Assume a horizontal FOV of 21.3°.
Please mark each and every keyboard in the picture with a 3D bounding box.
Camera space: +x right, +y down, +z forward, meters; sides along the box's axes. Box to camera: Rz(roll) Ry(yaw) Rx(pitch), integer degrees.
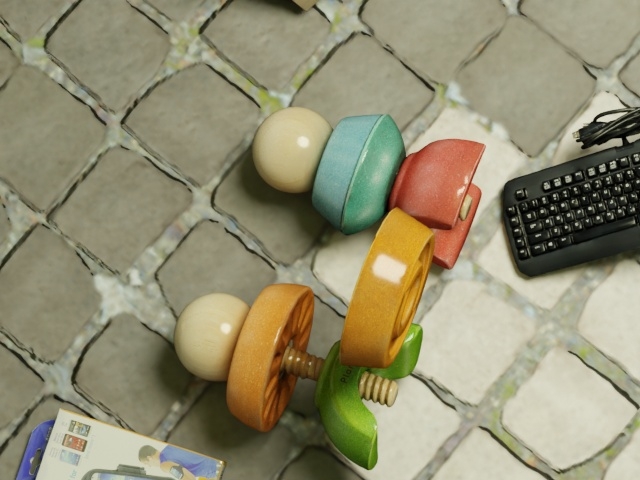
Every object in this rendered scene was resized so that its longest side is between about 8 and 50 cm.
[{"bbox_3d":[0.209,-0.046,1.148,0.192,0.038,0.100,-18,76,21],"label":"keyboard"}]

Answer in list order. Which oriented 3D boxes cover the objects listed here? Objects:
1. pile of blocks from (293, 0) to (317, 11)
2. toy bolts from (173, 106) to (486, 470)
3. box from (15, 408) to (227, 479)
[{"bbox_3d":[0.023,-0.340,1.153,0.149,0.362,0.112,7,35,-30],"label":"pile of blocks"},{"bbox_3d":[0.000,0.000,1.111,0.158,0.218,0.228,19,63,11],"label":"toy bolts"},{"bbox_3d":[-0.141,0.169,1.161,0.136,0.028,0.081,17,82,3],"label":"box"}]
